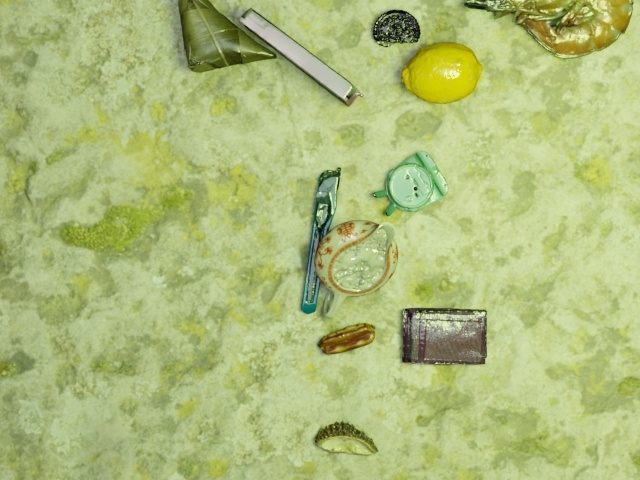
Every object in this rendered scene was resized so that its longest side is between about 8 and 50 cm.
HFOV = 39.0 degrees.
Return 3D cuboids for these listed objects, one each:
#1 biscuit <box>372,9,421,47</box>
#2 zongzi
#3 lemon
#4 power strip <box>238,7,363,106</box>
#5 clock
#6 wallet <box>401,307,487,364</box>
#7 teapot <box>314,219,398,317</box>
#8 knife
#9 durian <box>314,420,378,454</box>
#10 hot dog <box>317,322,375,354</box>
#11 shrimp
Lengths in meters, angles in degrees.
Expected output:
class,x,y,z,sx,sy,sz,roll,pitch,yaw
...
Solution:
class,x,y,z,sx,sy,sz,roll,pitch,yaw
biscuit,0.148,-0.405,1.751,0.089,0.027,0.087,43,94,2
zongzi,-0.184,-0.415,1.752,0.176,0.078,0.160,-10,95,10
lemon,0.228,-0.315,1.706,0.155,0.114,0.114,-4,92,9
power strip,-0.038,-0.349,1.730,0.279,0.109,0.037,38,96,3
clock,0.173,-0.102,1.753,0.135,0.041,0.101,-33,89,6
wallet,0.242,0.187,1.763,0.166,0.030,0.111,0,91,5
teapot,0.063,0.044,1.731,0.159,0.116,0.245,6,120,-28
knife,0.000,0.000,1.781,0.044,0.026,0.296,8,92,-7
durian,0.051,0.393,1.778,0.130,0.052,0.066,7,95,4
hot dog,0.052,0.193,1.781,0.122,0.037,0.049,-15,102,11
shrimp,0.430,-0.426,1.709,0.317,0.062,0.164,-1,95,3
